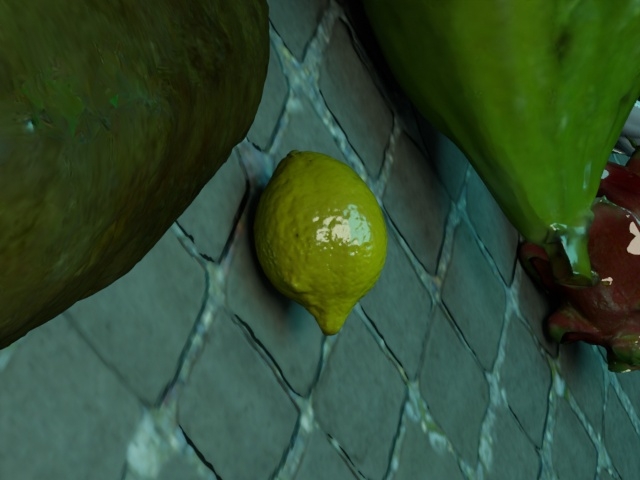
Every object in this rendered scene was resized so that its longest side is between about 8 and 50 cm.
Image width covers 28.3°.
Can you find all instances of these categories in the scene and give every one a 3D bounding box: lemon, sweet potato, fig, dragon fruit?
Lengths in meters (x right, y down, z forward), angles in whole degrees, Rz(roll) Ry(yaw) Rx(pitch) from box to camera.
[{"bbox_3d":[0.000,0.000,0.615,0.065,0.065,0.092,2,75,-60],"label":"lemon"},{"bbox_3d":[-0.087,-0.060,0.444,0.131,0.130,0.423,66,23,-14],"label":"sweet potato"},{"bbox_3d":[0.123,-0.160,0.747,0.233,0.233,0.314,39,49,-46],"label":"fig"},{"bbox_3d":[0.211,-0.009,0.925,0.236,0.135,0.137,57,35,5],"label":"dragon fruit"}]

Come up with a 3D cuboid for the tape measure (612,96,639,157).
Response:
[{"bbox_3d":[0.279,-0.178,1.069,0.178,0.196,0.105,49,3,-20],"label":"tape measure"}]
